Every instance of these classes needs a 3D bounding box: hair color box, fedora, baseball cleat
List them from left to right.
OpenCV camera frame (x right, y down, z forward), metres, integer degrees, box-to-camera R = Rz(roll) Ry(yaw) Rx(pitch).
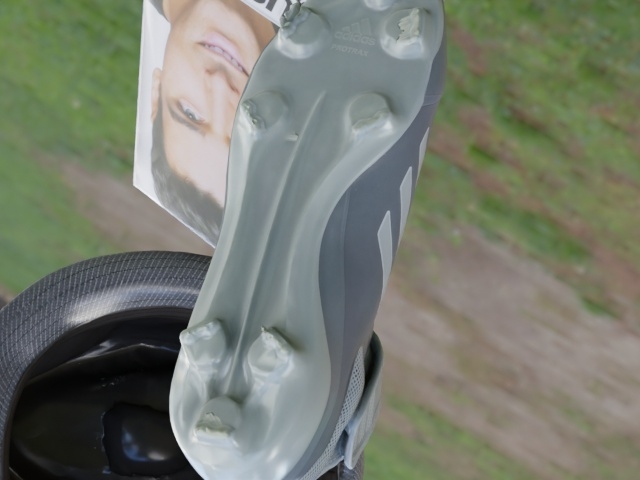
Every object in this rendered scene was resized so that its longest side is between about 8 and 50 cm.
[{"bbox_3d":[-0.114,0.127,1.174,0.276,0.243,0.124,-2,-178,-24],"label":"fedora"},{"bbox_3d":[-0.024,-0.151,1.328,0.185,0.114,0.374,37,140,27],"label":"hair color box"},{"bbox_3d":[0.000,0.000,0.702,0.072,0.205,0.109,16,163,22],"label":"baseball cleat"}]
